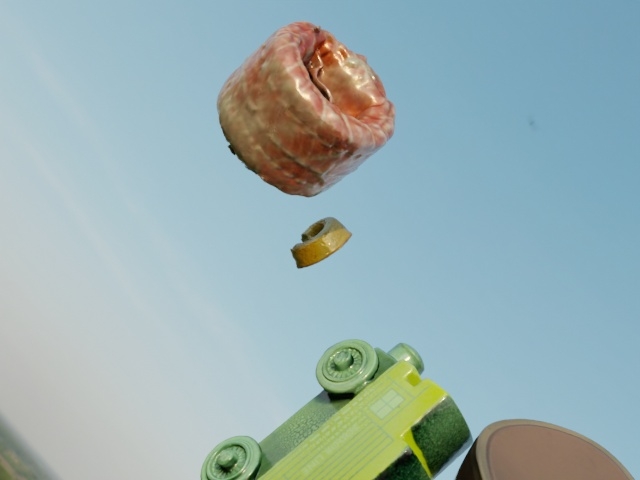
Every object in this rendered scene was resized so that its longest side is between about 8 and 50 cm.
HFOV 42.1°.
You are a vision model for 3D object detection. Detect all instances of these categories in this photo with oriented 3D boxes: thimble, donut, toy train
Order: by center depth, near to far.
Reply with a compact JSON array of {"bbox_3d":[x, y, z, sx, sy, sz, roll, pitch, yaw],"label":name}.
[{"bbox_3d":[-0.016,-0.188,1.194,0.162,0.239,0.239,-39,-87,32],"label":"thimble"},{"bbox_3d":[0.020,0.339,1.253,0.272,0.442,0.179,35,-22,52],"label":"toy train"},{"bbox_3d":[0.000,0.000,1.328,0.097,0.108,0.043,-26,-73,24],"label":"donut"}]

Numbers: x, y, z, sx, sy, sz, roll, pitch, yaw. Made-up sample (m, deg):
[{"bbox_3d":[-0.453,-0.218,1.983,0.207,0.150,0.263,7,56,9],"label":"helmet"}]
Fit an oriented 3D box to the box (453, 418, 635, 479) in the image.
[{"bbox_3d":[0.305,0.429,1.160,0.301,0.301,0.216,38,-57,24],"label":"box"}]
